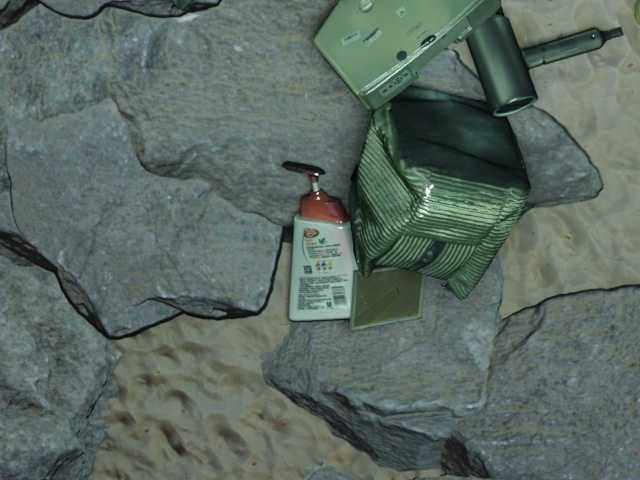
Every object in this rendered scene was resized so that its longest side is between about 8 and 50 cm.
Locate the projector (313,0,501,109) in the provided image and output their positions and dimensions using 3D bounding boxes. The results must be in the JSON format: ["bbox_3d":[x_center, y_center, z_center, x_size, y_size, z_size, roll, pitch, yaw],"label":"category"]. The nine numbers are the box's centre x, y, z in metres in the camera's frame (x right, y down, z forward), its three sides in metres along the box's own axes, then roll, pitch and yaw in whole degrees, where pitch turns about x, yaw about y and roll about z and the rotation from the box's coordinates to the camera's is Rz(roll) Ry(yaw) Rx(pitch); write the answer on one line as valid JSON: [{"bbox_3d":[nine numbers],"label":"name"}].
[{"bbox_3d":[0.128,-0.347,1.796,0.269,0.088,0.194,-39,59,4],"label":"projector"}]

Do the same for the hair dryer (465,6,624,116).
[{"bbox_3d":[0.358,-0.323,1.830,0.248,0.078,0.196,-16,80,-7],"label":"hair dryer"}]

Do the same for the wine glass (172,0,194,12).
[{"bbox_3d":[-0.299,-0.473,1.825,0.232,0.156,0.156,22,110,3],"label":"wine glass"}]

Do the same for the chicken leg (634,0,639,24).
[{"bbox_3d":[0.584,-0.407,1.765,0.103,0.088,0.228,45,102,2],"label":"chicken leg"}]

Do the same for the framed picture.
[{"bbox_3d":[0.118,0.094,1.985,0.149,0.011,0.109,-7,112,-29],"label":"framed picture"}]

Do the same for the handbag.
[{"bbox_3d":[0.172,-0.078,1.808,0.247,0.341,0.240,12,122,-11],"label":"handbag"}]

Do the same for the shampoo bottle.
[{"bbox_3d":[0.000,0.000,1.984,0.153,0.071,0.284,-2,106,19],"label":"shampoo bottle"}]
